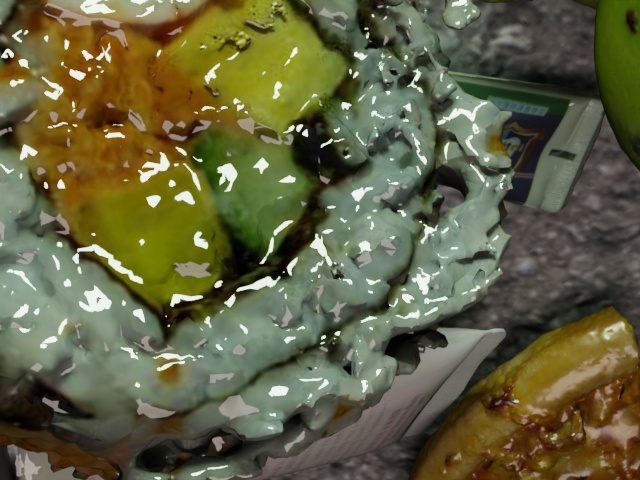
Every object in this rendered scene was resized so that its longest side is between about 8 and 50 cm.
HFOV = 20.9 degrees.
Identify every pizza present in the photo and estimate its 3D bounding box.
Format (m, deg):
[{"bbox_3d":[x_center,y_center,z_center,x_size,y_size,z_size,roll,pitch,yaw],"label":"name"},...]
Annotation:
[{"bbox_3d":[0.185,0.188,1.327,0.226,0.086,0.335,18,125,-17],"label":"pizza"}]

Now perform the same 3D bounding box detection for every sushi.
[{"bbox_3d":[-0.092,-0.053,0.981,0.418,0.417,0.176,7,170,-6],"label":"sushi"}]

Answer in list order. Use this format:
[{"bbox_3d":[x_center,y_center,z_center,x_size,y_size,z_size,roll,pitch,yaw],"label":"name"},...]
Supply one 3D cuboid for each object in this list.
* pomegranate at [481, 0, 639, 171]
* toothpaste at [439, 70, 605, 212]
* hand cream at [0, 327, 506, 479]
[{"bbox_3d":[0.247,-0.129,0.989,0.341,0.260,0.260,17,134,25],"label":"pomegranate"},{"bbox_3d":[-0.010,-0.089,1.117,0.392,0.061,0.098,11,128,-10],"label":"toothpaste"},{"bbox_3d":[-0.060,0.117,1.210,0.359,0.118,0.185,-6,151,-22],"label":"hand cream"}]
